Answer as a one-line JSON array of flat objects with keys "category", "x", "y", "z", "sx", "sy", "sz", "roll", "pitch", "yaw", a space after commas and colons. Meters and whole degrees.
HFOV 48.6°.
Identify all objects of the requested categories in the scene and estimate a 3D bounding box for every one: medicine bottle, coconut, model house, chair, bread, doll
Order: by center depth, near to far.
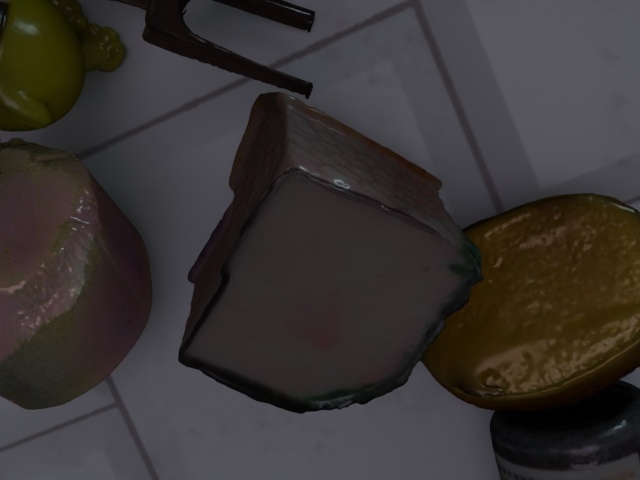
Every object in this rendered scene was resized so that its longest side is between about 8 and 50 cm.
[{"category": "chair", "x": -0.144, "y": -0.274, "z": 0.638, "sx": 0.326, "sy": 0.183, "sz": 0.175, "roll": 12, "pitch": 119, "yaw": -10}, {"category": "doll", "x": -0.331, "y": -0.163, "z": 0.641, "sx": 0.199, "sy": 0.363, "sz": 0.145, "roll": 37, "pitch": 121, "yaw": 3}, {"category": "model house", "x": 0.000, "y": 0.000, "z": 0.684, "sx": 0.202, "sy": 0.237, "sz": 0.237, "roll": 20, "pitch": 121, "yaw": -17}, {"category": "bread", "x": 0.216, "y": 0.062, "z": 0.698, "sx": 0.270, "sy": 0.143, "sz": 0.195, "roll": -25, "pitch": 68, "yaw": 17}, {"category": "medicine bottle", "x": 0.280, "y": 0.293, "z": 0.723, "sx": 0.165, "sy": 0.165, "sz": 0.273, "roll": -13, "pitch": 96, "yaw": 9}, {"category": "coconut", "x": -0.294, "y": 0.044, "z": 0.726, "sx": 0.233, "sy": 0.245, "sz": 0.233, "roll": -2, "pitch": 60, "yaw": 3}]
